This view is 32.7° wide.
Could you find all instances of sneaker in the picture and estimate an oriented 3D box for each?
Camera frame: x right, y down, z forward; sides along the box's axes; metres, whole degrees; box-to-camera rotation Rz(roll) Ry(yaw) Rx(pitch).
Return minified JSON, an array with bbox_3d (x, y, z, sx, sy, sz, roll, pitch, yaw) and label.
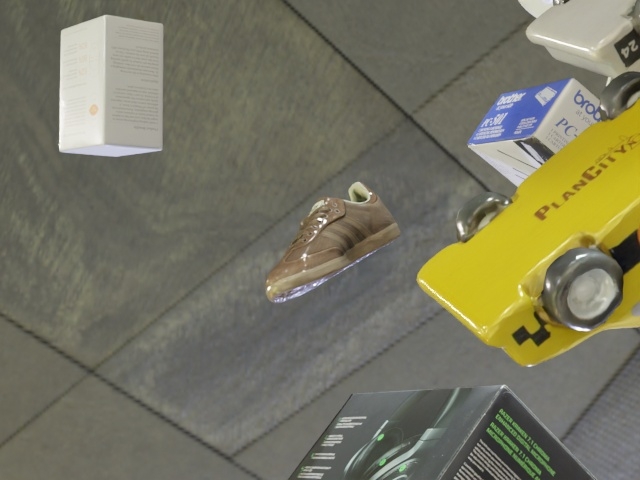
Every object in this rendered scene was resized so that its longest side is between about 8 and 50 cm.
[{"bbox_3d":[0.000,0.000,1.022,0.066,0.188,0.071,-33,86,39],"label":"sneaker"}]

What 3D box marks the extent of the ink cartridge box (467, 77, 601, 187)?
[{"bbox_3d":[0.196,-0.016,0.675,0.207,0.097,0.046,37,83,-14],"label":"ink cartridge box"}]

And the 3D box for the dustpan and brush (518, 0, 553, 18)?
[{"bbox_3d":[0.244,-0.245,1.091,0.147,0.211,0.060,33,124,14],"label":"dustpan and brush"}]

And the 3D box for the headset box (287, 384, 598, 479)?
[{"bbox_3d":[0.053,0.247,0.855,0.131,0.283,0.246,45,155,-12],"label":"headset box"}]

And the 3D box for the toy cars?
[{"bbox_3d":[0.185,-0.076,0.577,0.176,0.394,0.087,-14,126,40],"label":"toy cars"}]

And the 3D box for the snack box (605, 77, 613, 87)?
[{"bbox_3d":[0.473,-0.253,1.657,0.060,0.187,0.322,18,124,15],"label":"snack box"}]

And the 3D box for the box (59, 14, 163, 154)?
[{"bbox_3d":[-0.282,-0.204,1.468,0.091,0.130,0.171,1,89,-40],"label":"box"}]
